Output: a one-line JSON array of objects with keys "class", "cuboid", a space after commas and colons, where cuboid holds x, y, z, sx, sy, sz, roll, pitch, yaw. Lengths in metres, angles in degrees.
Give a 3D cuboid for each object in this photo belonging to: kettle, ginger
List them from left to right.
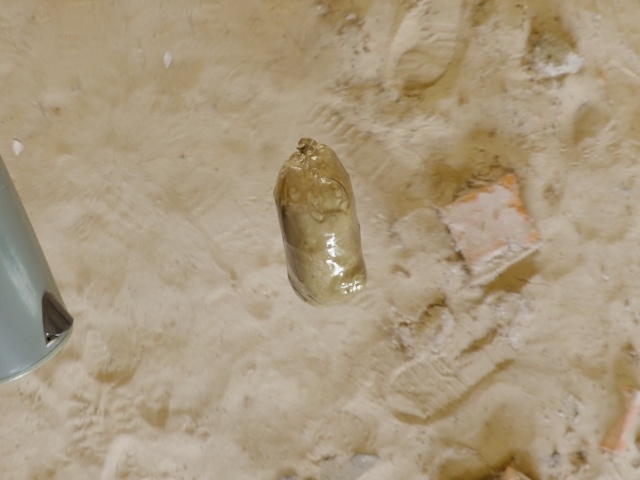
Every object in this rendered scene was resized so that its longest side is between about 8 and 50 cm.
[{"class": "kettle", "cuboid": [-0.363, 0.019, 0.889, 0.211, 0.160, 0.243, -13, 115, 18]}, {"class": "ginger", "cuboid": [0.000, -0.001, 0.831, 0.069, 0.095, 0.190, -13, 130, -5]}]
